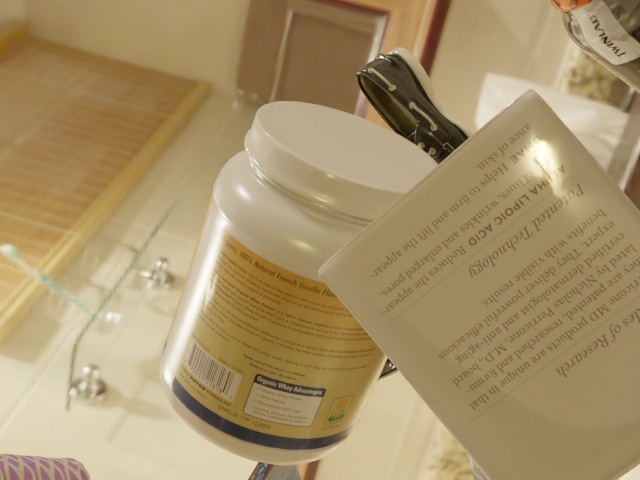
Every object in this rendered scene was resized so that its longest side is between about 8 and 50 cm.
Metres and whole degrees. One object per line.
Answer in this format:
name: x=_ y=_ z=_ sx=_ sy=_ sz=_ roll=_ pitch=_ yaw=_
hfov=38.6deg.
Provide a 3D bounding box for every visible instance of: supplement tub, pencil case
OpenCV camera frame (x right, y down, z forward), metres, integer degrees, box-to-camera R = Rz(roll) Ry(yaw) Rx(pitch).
supplement tub: x=0.424 y=-0.262 z=1.073 sx=0.193 sy=0.316 sz=0.194 roll=-49 pitch=24 yaw=30
supplement tub: x=-0.020 y=0.041 z=0.932 sx=0.228 sy=0.228 sz=0.316 roll=-70 pitch=1 yaw=-65
pencil case: x=-0.381 y=0.313 z=1.138 sx=0.206 sy=0.086 sz=0.088 roll=24 pitch=-95 yaw=-57

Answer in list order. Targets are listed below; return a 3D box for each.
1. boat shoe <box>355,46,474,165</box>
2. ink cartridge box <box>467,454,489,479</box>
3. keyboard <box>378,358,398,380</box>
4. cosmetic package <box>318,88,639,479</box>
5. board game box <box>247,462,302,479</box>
boat shoe: x=0.167 y=-0.173 z=1.473 sx=0.091 sy=0.303 sz=0.114 roll=-29 pitch=-20 yaw=-20
ink cartridge box: x=0.232 y=0.275 z=1.061 sx=0.208 sy=0.045 sz=0.206 roll=-155 pitch=48 yaw=-70
keyboard: x=0.131 y=0.110 z=1.185 sx=0.317 sy=0.033 sz=0.201 roll=-36 pitch=4 yaw=47
cosmetic package: x=0.125 y=0.032 z=0.534 sx=0.151 sy=0.184 sz=0.151 roll=-41 pitch=-4 yaw=15
board game box: x=-0.100 y=0.416 z=1.223 sx=0.281 sy=0.027 sz=0.145 roll=-55 pitch=-39 yaw=-42
